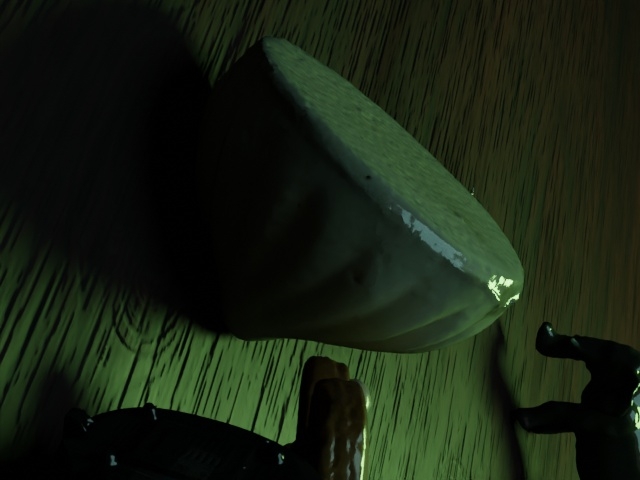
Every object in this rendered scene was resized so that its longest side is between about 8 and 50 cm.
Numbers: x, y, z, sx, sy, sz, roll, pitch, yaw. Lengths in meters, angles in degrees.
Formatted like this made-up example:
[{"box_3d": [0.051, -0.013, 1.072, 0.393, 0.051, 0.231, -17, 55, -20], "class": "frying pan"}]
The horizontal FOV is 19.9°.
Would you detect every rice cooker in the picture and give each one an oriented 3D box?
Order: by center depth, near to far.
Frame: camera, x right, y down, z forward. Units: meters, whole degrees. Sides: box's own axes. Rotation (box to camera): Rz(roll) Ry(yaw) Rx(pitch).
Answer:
[{"box_3d": [-0.076, 0.152, 0.977, 0.112, 0.165, 0.106, -54, 159, -61], "class": "rice cooker"}]

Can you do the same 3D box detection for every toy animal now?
[{"box_3d": [0.292, 0.202, 1.955, 0.114, 0.146, 0.245, -45, 122, -64], "class": "toy animal"}]

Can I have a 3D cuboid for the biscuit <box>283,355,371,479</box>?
[{"box_3d": [0.001, 0.180, 1.144, 0.324, 0.049, 0.205, 100, -6, -61], "class": "biscuit"}]

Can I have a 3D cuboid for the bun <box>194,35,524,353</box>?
[{"box_3d": [0.000, 0.000, 1.276, 0.263, 0.175, 0.263, 41, 11, -10], "class": "bun"}]
